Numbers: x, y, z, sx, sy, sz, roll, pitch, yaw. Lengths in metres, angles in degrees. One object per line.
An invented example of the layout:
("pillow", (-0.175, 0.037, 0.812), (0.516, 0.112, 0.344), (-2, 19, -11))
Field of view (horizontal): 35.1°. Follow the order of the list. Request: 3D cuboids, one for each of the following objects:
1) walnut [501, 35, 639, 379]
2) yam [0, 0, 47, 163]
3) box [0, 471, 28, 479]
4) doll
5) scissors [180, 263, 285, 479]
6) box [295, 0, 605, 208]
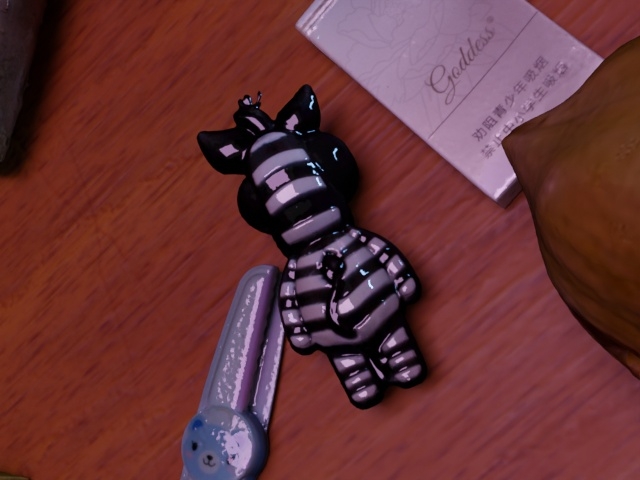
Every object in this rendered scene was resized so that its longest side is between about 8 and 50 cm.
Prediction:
("walnut", (0.225, -0.015, 0.468), (0.298, 0.203, 0.203), (23, 90, 27))
("yam", (-0.286, -0.180, 0.802), (0.128, 0.129, 0.238), (14, 85, -7))
("box", (-0.327, 0.295, 0.741), (0.174, 0.076, 0.274), (4, 81, 29))
("doll", (0.000, 0.000, 0.648), (0.091, 0.067, 0.219), (-27, 75, 6))
("scissors", (-0.063, 0.140, 0.669), (0.125, 0.030, 0.256), (11, 84, 25))
("box", (0.083, -0.123, 0.656), (0.109, 0.029, 0.198), (-49, 64, 9))
